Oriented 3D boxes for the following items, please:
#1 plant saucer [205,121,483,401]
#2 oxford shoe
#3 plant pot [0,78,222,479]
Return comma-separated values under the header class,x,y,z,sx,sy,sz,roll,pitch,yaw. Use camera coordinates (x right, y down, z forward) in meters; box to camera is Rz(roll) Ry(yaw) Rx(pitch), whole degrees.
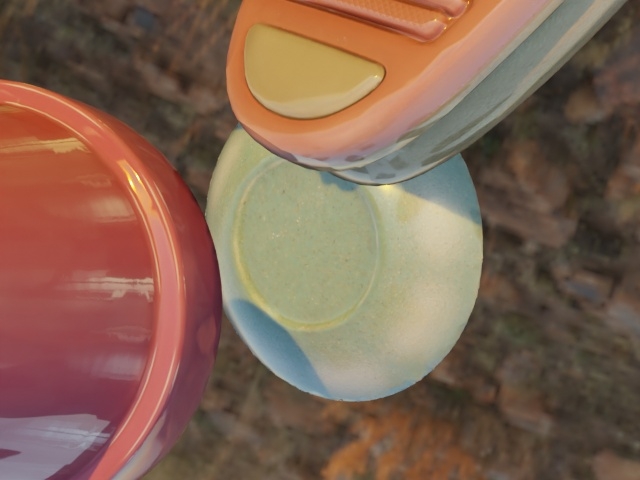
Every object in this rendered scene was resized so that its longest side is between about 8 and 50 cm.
class,x,y,z,sx,sy,sz,roll,pitch,yaw
plant saucer,0.000,0.000,0.916,0.195,0.195,0.037,6,-171,34
oxford shoe,0.135,-0.147,0.521,0.140,0.397,0.146,32,164,47
plant pot,-0.163,0.027,0.656,0.201,0.201,0.180,14,-178,16
